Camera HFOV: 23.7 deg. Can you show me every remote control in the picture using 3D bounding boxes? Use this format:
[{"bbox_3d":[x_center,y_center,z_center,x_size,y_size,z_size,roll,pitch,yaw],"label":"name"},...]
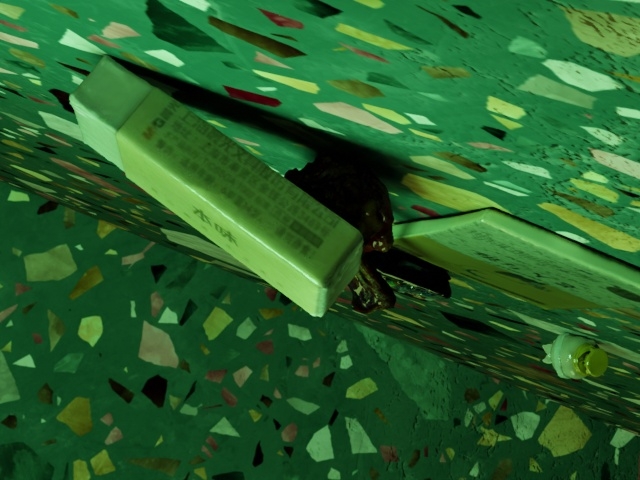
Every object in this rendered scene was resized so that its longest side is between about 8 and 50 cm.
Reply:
[{"bbox_3d":[0.000,0.000,2.229,0.399,0.062,0.144,20,174,-10],"label":"remote control"}]

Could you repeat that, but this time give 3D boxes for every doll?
[{"bbox_3d":[0.418,0.186,2.495,0.084,0.073,0.127,-20,-164,-29],"label":"doll"}]

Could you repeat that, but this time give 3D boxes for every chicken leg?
[{"bbox_3d":[0.027,-0.015,1.787,0.158,0.096,0.407,36,166,17],"label":"chicken leg"}]

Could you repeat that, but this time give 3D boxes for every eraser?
[{"bbox_3d":[-0.112,-0.057,1.638,0.343,0.078,0.144,35,165,9],"label":"eraser"}]

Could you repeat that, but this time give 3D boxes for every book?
[{"bbox_3d":[0.249,0.029,1.882,0.269,0.032,0.389,22,172,-11],"label":"book"}]
